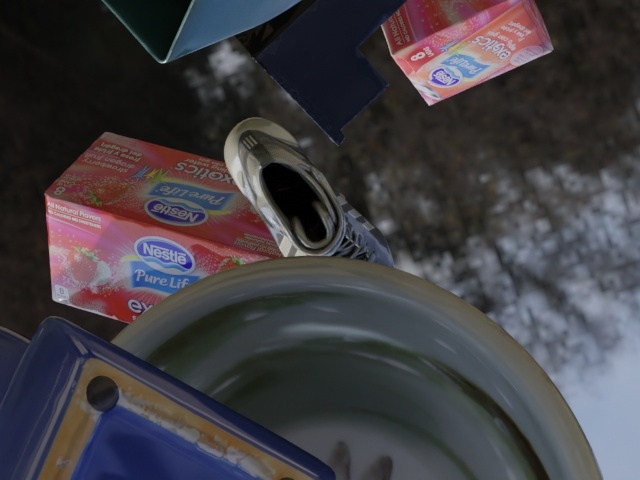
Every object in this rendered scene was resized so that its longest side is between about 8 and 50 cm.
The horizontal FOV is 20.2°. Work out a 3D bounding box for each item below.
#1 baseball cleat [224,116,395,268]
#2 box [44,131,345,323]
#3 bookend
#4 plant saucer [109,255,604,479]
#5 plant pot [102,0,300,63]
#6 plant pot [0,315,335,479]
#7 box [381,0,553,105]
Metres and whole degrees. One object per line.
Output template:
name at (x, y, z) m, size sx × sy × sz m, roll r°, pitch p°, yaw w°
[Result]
baseball cleat at (0.000, 0.000, 1.312) m, size 0.072 × 0.206 × 0.109 m, roll -41°, pitch -144°, yaw 5°
box at (-0.115, 0.007, 1.656) m, size 0.257 × 0.128 × 0.122 m, roll 16°, pitch -142°, yaw 19°
bookend at (0.018, -0.199, 1.686) m, size 0.157 × 0.156 × 0.072 m, roll -43°, pitch -134°, yaw 4°
plant saucer at (0.002, 0.212, 1.154) m, size 0.400 × 0.400 × 0.100 m, roll -17°, pitch 169°, yaw 18°
plant pot at (-0.061, -0.273, 1.394) m, size 0.234 × 0.165 × 0.165 m, roll -23°, pitch 153°, yaw -44°
plant pot at (-0.139, 0.184, 1.020) m, size 0.212 × 0.236 × 0.236 m, roll -16°, pitch -133°, yaw 56°
box at (0.115, -0.319, 1.903) m, size 0.154 × 0.300 × 0.142 m, roll -23°, pitch 155°, yaw 12°
